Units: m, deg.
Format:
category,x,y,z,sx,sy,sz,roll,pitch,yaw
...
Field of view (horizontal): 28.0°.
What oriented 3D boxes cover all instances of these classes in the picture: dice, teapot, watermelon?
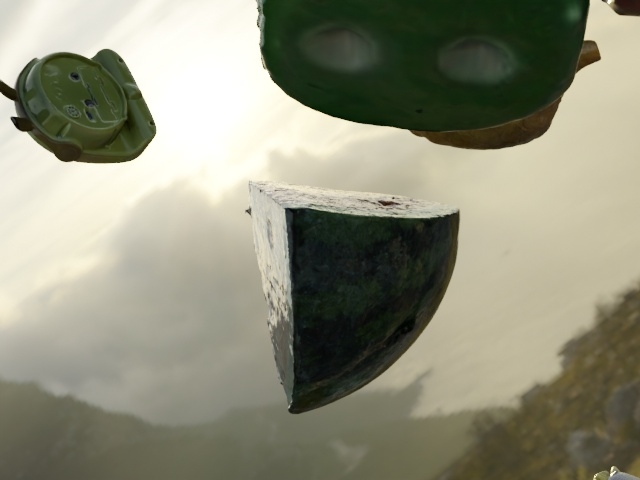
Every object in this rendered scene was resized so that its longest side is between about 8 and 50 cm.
category,x,y,z,sx,sy,sz,roll,pitch,yaw
dice,0.097,-0.287,1.167,0.287,0.300,0.297,85,-168,-68
teapot,0.179,-0.213,1.543,0.311,0.167,0.203,2,27,3
watermelon,0.025,-0.004,1.468,0.283,0.292,0.250,-28,-14,-34

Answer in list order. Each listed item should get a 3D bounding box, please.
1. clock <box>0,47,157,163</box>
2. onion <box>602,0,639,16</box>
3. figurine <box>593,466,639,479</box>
category,x,y,z,sx,sy,sz,roll,pitch,yaw
clock,-0.348,-0.187,1.770,0.232,0.170,0.069,-8,-27,-46
onion,0.500,-0.487,1.637,0.398,0.398,0.420,-38,3,-7
figurine,0.469,0.391,1.856,0.178,0.130,0.109,-107,24,-48
